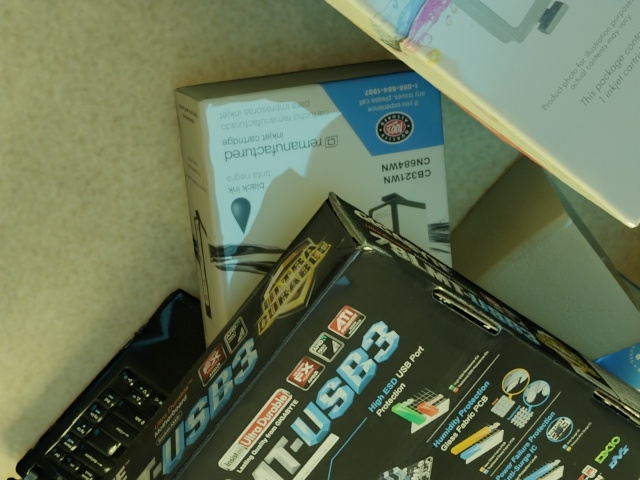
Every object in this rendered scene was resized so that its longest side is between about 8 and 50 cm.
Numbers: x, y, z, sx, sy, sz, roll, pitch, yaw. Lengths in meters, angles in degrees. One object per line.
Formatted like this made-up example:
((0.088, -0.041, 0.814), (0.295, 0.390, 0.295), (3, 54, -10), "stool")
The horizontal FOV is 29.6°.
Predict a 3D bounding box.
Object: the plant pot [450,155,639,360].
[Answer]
((0.137, 0.026, 0.794), (0.096, 0.109, 0.109), (-35, 113, 13), "plant pot")

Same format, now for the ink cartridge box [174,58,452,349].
((0.000, 0.000, 0.745), (0.148, 0.086, 0.203), (-10, 105, -15), "ink cartridge box")

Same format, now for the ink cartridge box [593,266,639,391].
((0.236, 0.150, 0.866), (0.134, 0.078, 0.231), (-42, 112, 2), "ink cartridge box")

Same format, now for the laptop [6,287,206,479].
((-0.085, 0.214, 0.783), (0.234, 0.136, 0.264), (41, 95, -22), "laptop")

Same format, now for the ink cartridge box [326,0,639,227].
((0.023, -0.097, 0.363), (0.198, 0.115, 0.067), (36, 97, -20), "ink cartridge box")

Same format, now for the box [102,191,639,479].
((0.032, 0.163, 0.724), (0.293, 0.073, 0.295), (32, 102, -28), "box")
